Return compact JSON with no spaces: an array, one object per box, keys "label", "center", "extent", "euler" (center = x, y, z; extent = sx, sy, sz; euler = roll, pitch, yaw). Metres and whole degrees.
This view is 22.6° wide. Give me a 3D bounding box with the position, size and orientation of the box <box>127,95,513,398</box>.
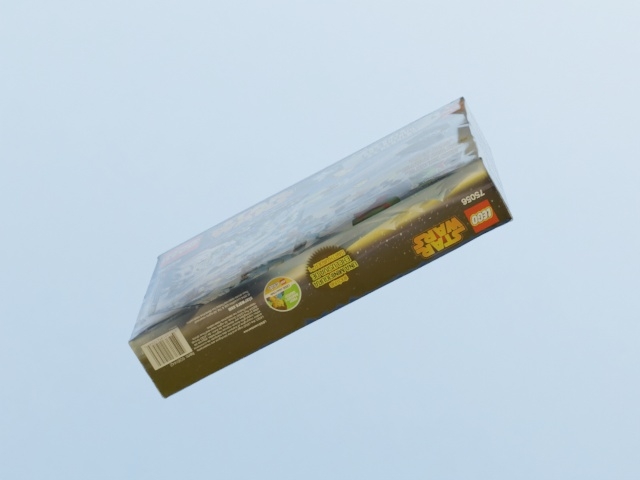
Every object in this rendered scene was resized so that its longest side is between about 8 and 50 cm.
[{"label":"box","center":[0.000,0.000,0.580],"extent":[0.137,0.027,0.094],"euler":[-27,-164,10]}]
